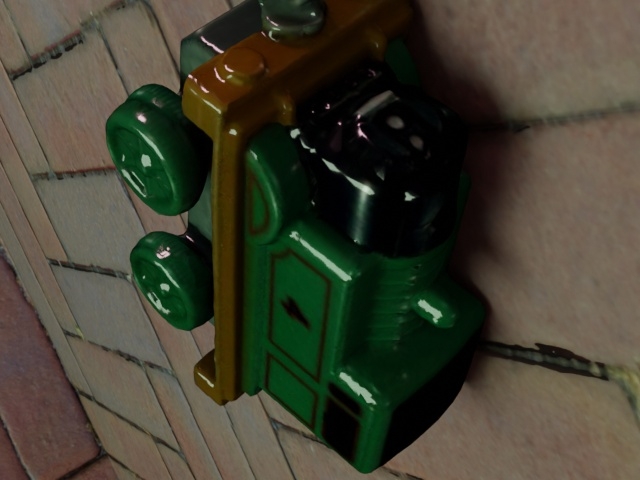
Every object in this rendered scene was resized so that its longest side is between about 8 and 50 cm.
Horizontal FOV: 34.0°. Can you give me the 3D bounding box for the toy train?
[{"bbox_3d":[0.000,0.000,0.734,0.249,0.178,0.429,39,149,22],"label":"toy train"}]
